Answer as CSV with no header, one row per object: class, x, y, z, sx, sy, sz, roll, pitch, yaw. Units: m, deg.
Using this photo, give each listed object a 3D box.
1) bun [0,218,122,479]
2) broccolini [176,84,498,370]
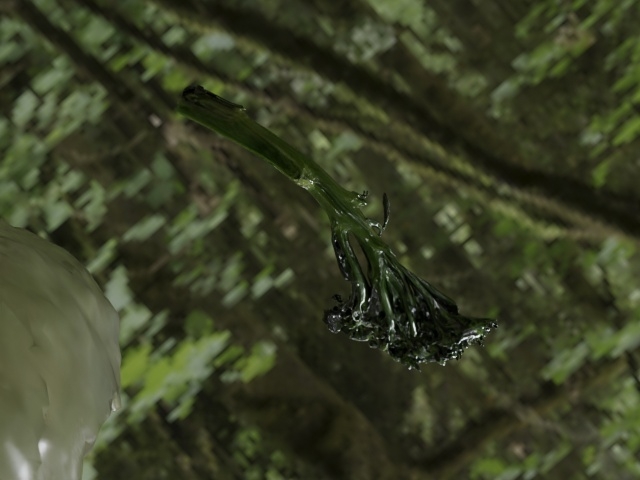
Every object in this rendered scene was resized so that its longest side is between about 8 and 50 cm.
bun,-0.221,0.120,0.529,0.359,0.211,0.359,-58,-169,18
broccolini,-0.005,-0.006,1.157,0.123,0.271,0.062,-33,-161,43
